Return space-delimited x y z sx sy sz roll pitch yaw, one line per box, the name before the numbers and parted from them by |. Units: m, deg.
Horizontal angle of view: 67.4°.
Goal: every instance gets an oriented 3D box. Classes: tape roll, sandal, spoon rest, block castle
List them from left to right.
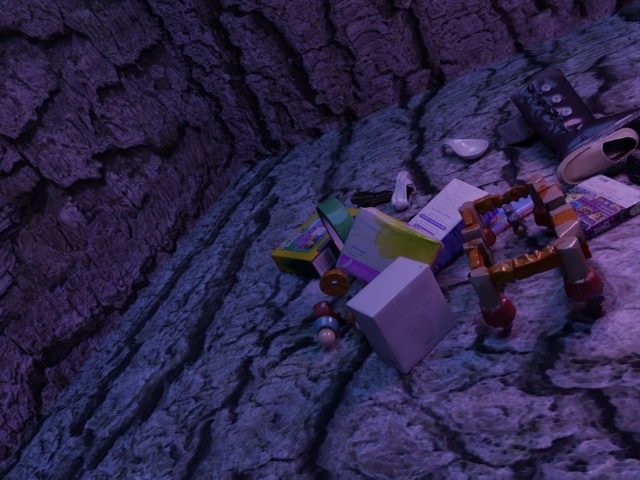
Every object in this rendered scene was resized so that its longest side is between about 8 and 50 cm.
tape roll | 0.098 -0.011 1.796 0.077 0.321 0.321 -33 25 -5
sandal | 0.248 -0.194 2.290 0.219 0.060 0.090 -5 38 17
spoon rest | 0.654 -0.428 2.236 0.137 0.084 0.276 -41 26 -21
block castle | 0.571 0.026 1.352 0.302 0.213 0.453 -24 24 23

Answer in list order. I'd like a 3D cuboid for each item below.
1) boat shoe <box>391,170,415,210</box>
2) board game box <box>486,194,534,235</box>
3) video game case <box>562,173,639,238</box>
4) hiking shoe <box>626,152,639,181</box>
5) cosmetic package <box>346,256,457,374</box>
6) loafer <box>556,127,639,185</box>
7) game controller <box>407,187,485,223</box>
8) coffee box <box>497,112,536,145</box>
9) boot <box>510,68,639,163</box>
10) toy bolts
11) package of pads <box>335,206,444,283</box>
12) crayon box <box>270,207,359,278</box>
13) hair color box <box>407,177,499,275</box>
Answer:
boat shoe | 0.389 -0.228 2.167 0.084 0.095 0.258 -10 42 30
board game box | 0.643 -0.092 1.696 0.281 0.027 0.145 -32 23 -2
video game case | 0.849 -0.111 1.486 0.210 0.042 0.232 -28 25 4
hiking shoe | 1.032 -0.217 1.459 0.114 0.086 0.227 -5 22 1
cosmetic package | 0.232 0.207 1.363 0.224 0.225 0.138 -39 26 -18
loafer | 0.904 -0.274 1.567 0.268 0.102 0.092 -37 0 20
game controller | 0.480 -0.111 1.842 0.319 0.067 0.166 -23 27 24
coffee box | 0.912 -0.523 2.066 0.246 0.098 0.141 -34 6 -6
boot | 0.967 -0.487 1.767 0.366 0.146 0.445 -25 45 14
toy bolts | 0.053 0.236 1.562 0.228 0.218 0.159 -40 26 26
package of pads | 0.221 0.042 1.541 0.296 0.229 0.101 26 10 20
crayon box | 0.000 0.000 2.139 0.363 0.106 0.313 -44 27 -27
hair color box | 0.423 -0.044 1.664 0.339 0.110 0.185 -43 33 -2
